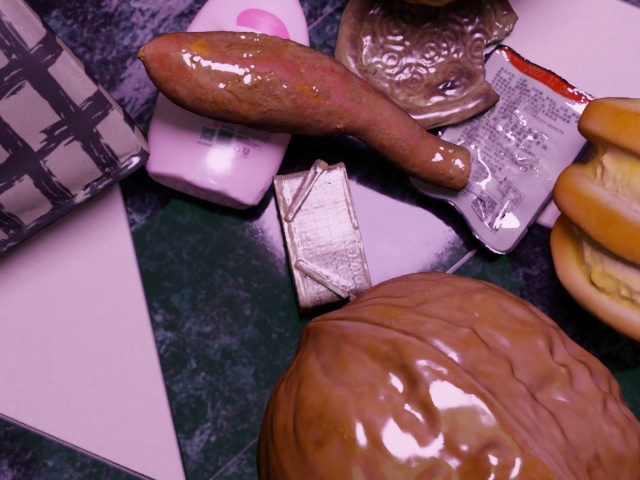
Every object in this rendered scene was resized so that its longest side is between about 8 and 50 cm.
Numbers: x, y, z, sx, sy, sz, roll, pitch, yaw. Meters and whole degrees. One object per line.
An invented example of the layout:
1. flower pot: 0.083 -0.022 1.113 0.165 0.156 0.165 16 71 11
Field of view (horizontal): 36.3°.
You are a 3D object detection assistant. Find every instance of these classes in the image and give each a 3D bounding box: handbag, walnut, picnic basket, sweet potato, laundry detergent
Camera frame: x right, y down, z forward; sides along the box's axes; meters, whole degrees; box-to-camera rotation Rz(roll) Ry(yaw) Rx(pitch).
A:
1. handbag: -0.402 -0.124 1.013 0.327 0.162 0.325 -39 119 -3
2. walnut: 0.127 0.224 0.962 0.398 0.308 0.354 49 50 5
3. picnic basket: 0.000 0.000 1.084 0.080 0.115 0.164 -12 82 -4
4. sweet potato: -0.007 -0.149 1.047 0.385 0.109 0.109 15 81 -17
5. laundry detergent: -0.088 -0.211 1.130 0.159 0.088 0.335 18 80 -4

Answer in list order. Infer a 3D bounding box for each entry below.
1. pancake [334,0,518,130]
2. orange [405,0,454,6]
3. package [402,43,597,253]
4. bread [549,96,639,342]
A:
1. pancake: 0.126 -0.238 1.163 0.212 0.029 0.235 8 74 3
2. orange: 0.139 -0.414 1.075 0.330 0.249 0.329 -1 72 3
3. package: 0.214 -0.107 1.147 0.166 0.040 0.232 34 75 9
4. bread: 0.374 -0.023 1.002 0.316 0.211 0.270 32 98 43
